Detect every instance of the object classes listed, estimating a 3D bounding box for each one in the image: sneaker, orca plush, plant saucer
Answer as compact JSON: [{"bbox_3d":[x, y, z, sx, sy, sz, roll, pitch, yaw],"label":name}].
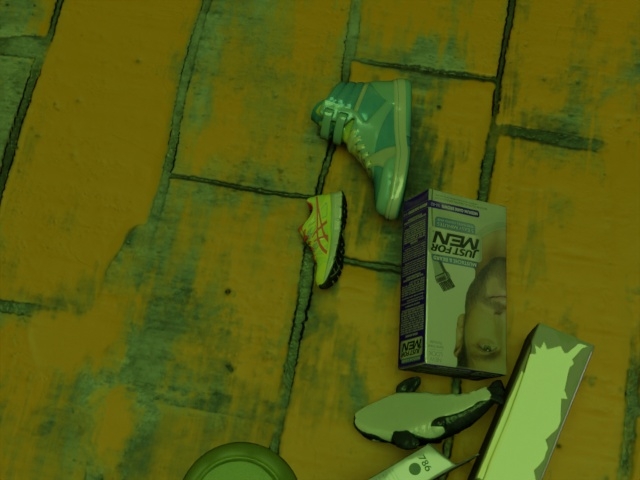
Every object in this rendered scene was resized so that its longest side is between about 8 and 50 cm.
[{"bbox_3d":[0.079,-0.189,1.909,0.208,0.127,0.319,4,63,1],"label":"sneaker"},{"bbox_3d":[0.000,0.000,1.881,0.094,0.081,0.208,1,66,10],"label":"sneaker"},{"bbox_3d":[0.214,0.333,1.760,0.287,0.102,0.151,-25,41,4],"label":"orca plush"},{"bbox_3d":[-0.153,0.498,1.748,0.241,0.037,0.241,0,73,1],"label":"plant saucer"}]

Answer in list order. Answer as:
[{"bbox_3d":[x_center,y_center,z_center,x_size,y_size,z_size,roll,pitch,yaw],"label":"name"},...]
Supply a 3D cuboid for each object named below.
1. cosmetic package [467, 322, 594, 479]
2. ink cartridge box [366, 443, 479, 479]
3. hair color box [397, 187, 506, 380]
[{"bbox_3d":[0.384,0.323,1.718,0.113,0.160,0.309,23,74,9],"label":"cosmetic package"},{"bbox_3d":[0.122,0.448,1.686,0.333,0.165,0.065,-27,73,-7],"label":"ink cartridge box"},{"bbox_3d":[0.255,0.087,1.788,0.185,0.110,0.338,11,73,-24],"label":"hair color box"}]
